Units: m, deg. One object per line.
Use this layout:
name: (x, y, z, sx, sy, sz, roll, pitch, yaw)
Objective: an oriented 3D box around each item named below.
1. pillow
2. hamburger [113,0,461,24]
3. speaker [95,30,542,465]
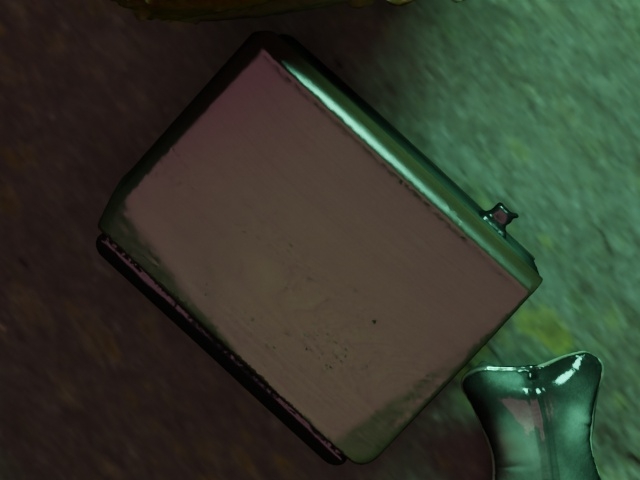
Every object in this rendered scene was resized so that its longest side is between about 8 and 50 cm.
pillow: (0.147, 0.142, 1.271, 0.091, 0.055, 0.136, -10, 98, -27)
hamburger: (0.049, -0.313, 1.134, 0.287, 0.268, 0.446, 16, 91, 4)
speaker: (0.000, 0.000, 1.222, 0.231, 0.153, 0.192, 42, 97, 0)
